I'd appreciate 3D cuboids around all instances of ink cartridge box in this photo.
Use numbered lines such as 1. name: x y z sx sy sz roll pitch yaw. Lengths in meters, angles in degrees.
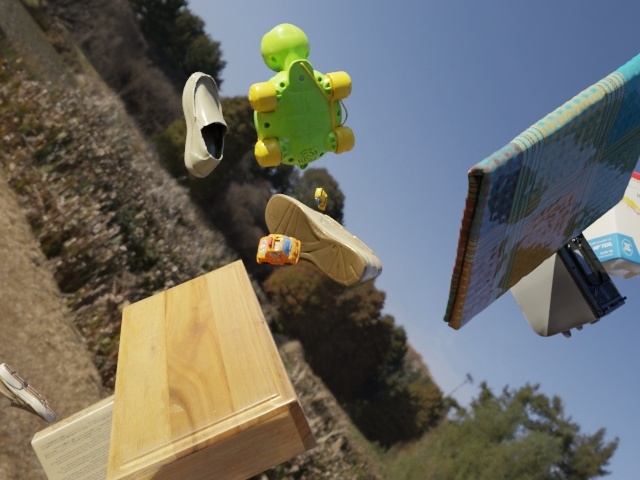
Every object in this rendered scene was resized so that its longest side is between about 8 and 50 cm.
1. ink cartridge box: 0.543 -0.057 1.130 0.134 0.231 0.078 13 -21 -30
2. ink cartridge box: -0.433 0.430 1.258 0.193 0.234 0.088 67 -21 -4

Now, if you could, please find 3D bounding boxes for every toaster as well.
1. toaster: 0.371 0.052 0.959 0.168 0.110 0.186 -4 64 -55

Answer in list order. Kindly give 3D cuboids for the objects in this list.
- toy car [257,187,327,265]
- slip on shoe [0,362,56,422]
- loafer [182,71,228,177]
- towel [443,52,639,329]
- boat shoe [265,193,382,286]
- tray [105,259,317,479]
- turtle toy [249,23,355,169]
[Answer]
1. toy car: -0.041 -0.023 0.791 0.060 0.122 0.040 18 -20 22
2. slip on shoe: -0.521 0.275 1.073 0.135 0.041 0.051 52 -13 -18
3. loafer: -0.276 -0.291 1.517 0.102 0.092 0.269 9 75 -53
4. towel: 0.294 -0.070 0.758 0.040 0.370 0.272 40 -31 34
5. boat shoe: 0.000 0.000 1.492 0.341 0.122 0.110 39 24 30
6. tray: -0.158 0.159 0.802 0.411 0.202 0.076 -129 -163 -65
7. turtle toy: -0.024 -0.128 0.558 0.066 0.095 0.130 -139 -140 -61
